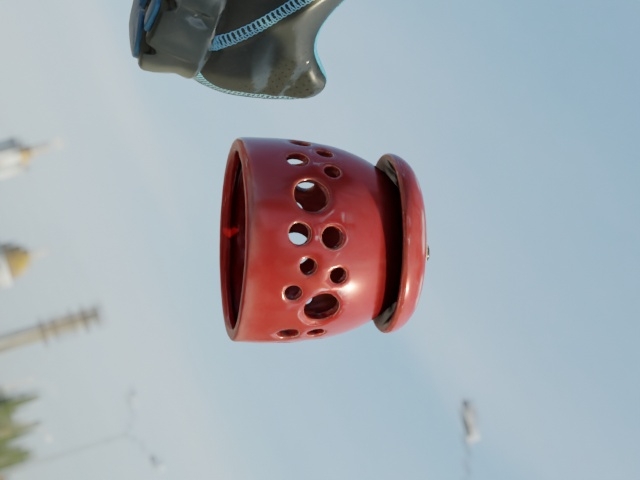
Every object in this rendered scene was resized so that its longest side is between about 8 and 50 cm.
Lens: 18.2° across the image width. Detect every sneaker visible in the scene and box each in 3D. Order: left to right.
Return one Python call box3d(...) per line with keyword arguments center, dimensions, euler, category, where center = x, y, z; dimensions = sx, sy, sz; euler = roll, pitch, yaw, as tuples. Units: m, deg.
box3d(center=(-0.003, -0.249, 1.294), dimensions=(0.341, 0.140, 0.125), euler=(-62, -157, 23), category="sneaker")

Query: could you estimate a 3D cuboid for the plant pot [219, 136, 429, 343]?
box3d(center=(0.000, 0.000, 1.853), dimensions=(0.191, 0.174, 0.191), euler=(180, -90, -78), category="plant pot")
